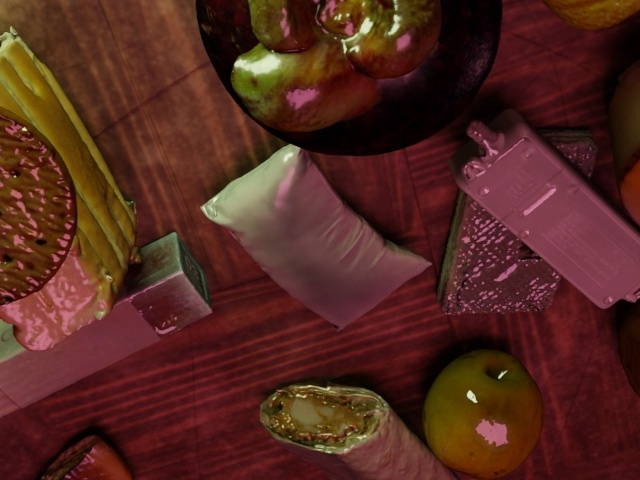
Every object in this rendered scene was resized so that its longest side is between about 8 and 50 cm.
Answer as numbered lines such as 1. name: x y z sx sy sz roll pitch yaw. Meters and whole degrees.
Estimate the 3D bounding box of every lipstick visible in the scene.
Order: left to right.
1. lipstick: -0.303 0.116 1.423 0.371 0.076 0.080 -26 130 7

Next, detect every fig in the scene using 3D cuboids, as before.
1. fig: 0.438 0.133 1.570 0.166 0.144 0.154 38 98 -24

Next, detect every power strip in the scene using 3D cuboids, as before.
1. power strip: 0.257 -0.034 1.392 0.098 0.058 0.338 -41 126 18

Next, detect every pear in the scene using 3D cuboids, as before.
1. pear: 0.201 0.220 1.574 0.149 0.149 0.162 8 117 -18

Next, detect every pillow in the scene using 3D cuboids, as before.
1. pillow: 0.001 0.000 1.404 0.144 0.078 0.254 -36 125 15

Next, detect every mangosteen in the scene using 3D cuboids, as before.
1. mangosteen: 0.025 -0.203 1.126 0.288 0.288 0.288 -6 128 -8

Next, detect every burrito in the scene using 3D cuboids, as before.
1. burrito: 0.063 0.281 1.608 0.143 0.105 0.299 -11 137 36

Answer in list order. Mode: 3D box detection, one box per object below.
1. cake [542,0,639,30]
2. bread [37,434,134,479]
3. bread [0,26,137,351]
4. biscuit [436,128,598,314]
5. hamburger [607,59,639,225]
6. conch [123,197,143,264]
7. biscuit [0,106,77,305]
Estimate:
1. cake: 0.286 -0.322 1.160 0.156 0.179 0.260 32 115 -32
2. bread: -0.290 0.291 1.575 0.154 0.054 0.136 3 127 -22
3. bread: -0.273 -0.050 1.172 0.111 0.239 0.246 -26 110 7
4. biscuit: 0.225 -0.016 1.465 0.147 0.046 0.250 0 127 -13
5. hamburger: 0.444 -0.106 1.332 0.302 0.170 0.302 12 147 8
6. conch: -0.236 -0.016 1.356 0.121 0.074 0.089 38 96 -11
7. biscuit: -0.290 -0.029 1.040 0.188 0.027 0.188 0 114 1
